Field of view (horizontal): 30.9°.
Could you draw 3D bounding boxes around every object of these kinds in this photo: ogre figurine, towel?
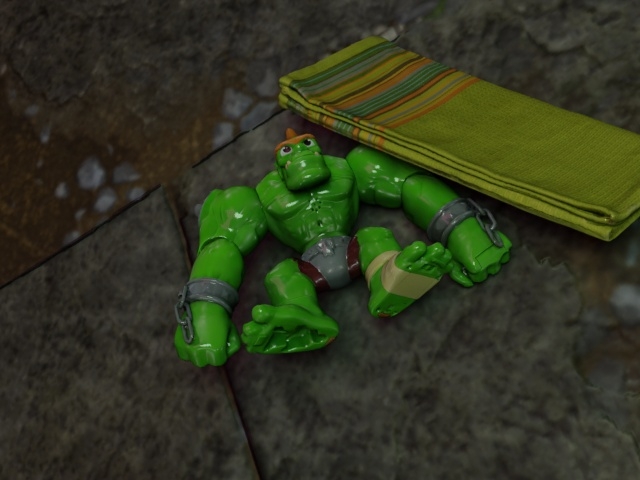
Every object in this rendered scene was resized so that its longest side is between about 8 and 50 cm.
[{"bbox_3d":[0.000,0.000,0.701,0.197,0.097,0.118,-30,53,9],"label":"ogre figurine"},{"bbox_3d":[0.093,-0.070,0.688,0.237,0.021,0.102,26,45,33],"label":"towel"}]
